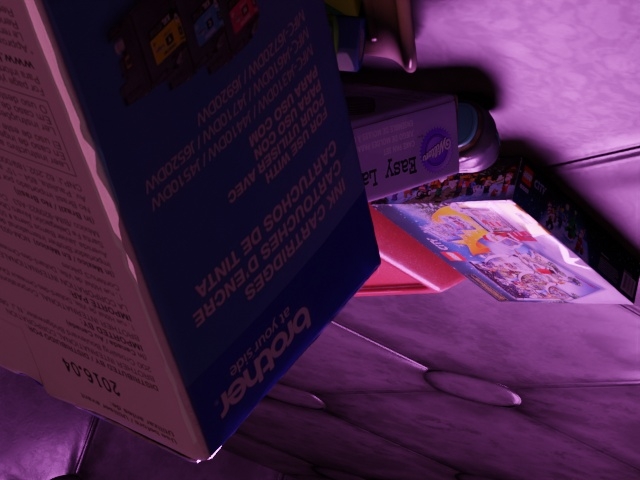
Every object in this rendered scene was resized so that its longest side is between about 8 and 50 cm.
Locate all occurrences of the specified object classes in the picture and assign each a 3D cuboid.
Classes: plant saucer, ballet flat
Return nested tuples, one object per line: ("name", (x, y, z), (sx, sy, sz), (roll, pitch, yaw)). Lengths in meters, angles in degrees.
("plant saucer", (0.000, 0.000, 1.460), (0.259, 0.047, 0.258), (30, 158, -35))
("ballet flat", (0.062, -0.079, 1.142), (0.203, 0.074, 0.074), (-1, 155, 34))

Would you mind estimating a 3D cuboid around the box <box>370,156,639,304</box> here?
("box", (0.180, -0.004, 1.287), (0.159, 0.044, 0.233), (0, 155, 42))

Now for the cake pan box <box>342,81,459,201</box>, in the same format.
("cake pan box", (-0.072, -0.068, 1.021), (0.246, 0.070, 0.267), (-17, -160, -39))

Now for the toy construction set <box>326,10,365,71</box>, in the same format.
("toy construction set", (-0.085, -0.139, 0.764), (0.309, 0.237, 0.257), (24, 145, -9))

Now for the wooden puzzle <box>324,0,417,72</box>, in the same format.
("wooden puzzle", (-0.052, -0.190, 0.958), (0.239, 0.044, 0.221), (13, 162, 12))

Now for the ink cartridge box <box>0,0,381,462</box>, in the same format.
("ink cartridge box", (-0.136, -0.078, 0.588), (0.270, 0.151, 0.395), (19, 138, 33))
